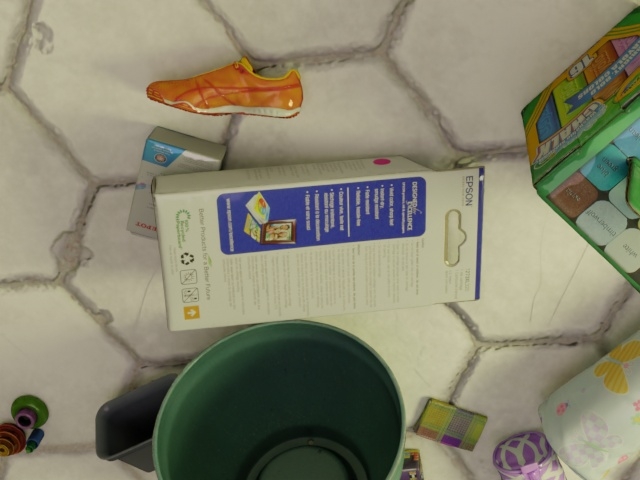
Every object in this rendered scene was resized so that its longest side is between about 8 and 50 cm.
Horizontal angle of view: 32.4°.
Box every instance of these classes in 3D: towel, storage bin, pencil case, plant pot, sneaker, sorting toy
[{"bbox_3d":[0.167,0.237,1.416,0.083,0.009,0.060,19,116,-4],"label":"towel"},{"bbox_3d":[-0.209,0.239,1.420,0.135,0.098,0.091,-25,138,16],"label":"storage bin"},{"bbox_3d":[0.287,0.345,1.413,0.086,0.088,0.206,-21,111,13],"label":"pencil case"},{"bbox_3d":[0.391,0.175,1.306,0.124,0.113,0.273,37,115,-23],"label":"pencil case"},{"bbox_3d":[-0.033,0.269,1.327,0.293,0.293,0.196,-5,142,8],"label":"plant pot"},{"bbox_3d":[-0.106,-0.171,1.228,0.175,0.064,0.067,1,96,0],"label":"sneaker"},{"bbox_3d":[-0.401,0.257,1.468,0.061,0.042,0.102,35,114,-11],"label":"sorting toy"}]

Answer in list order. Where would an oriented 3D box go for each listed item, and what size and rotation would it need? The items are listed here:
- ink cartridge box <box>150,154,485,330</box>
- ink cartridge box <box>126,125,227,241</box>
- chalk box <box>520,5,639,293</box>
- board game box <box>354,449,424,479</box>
[{"bbox_3d":[0.000,0.000,1.265,0.371,0.069,0.175,-4,116,-5],"label":"ink cartridge box"},{"bbox_3d":[-0.168,-0.060,1.283,0.089,0.052,0.122,17,114,-2],"label":"ink cartridge box"},{"bbox_3d":[0.328,-0.081,1.088,0.180,0.289,0.179,41,113,-14],"label":"chalk box"},{"bbox_3d":[0.058,0.354,1.464,0.170,0.048,0.141,-8,116,9],"label":"board game box"}]
